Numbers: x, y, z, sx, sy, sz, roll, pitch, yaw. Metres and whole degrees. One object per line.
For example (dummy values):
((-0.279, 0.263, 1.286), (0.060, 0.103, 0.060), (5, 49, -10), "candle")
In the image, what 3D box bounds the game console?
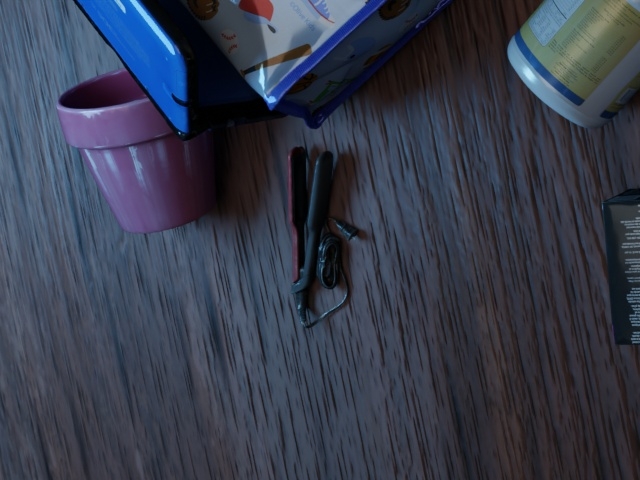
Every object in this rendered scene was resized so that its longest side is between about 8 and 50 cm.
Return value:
((-0.172, -0.278, 1.844), (0.293, 0.173, 0.250), (51, 160, 20), "game console")

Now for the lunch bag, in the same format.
((0.008, -0.379, 1.799), (0.385, 0.239, 0.328), (-40, 79, 11), "lunch bag")

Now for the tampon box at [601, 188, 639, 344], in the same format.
((0.380, 0.026, 1.733), (0.101, 0.120, 0.161), (-2, 97, 26), "tampon box")

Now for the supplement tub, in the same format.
((0.316, -0.237, 1.709), (0.144, 0.144, 0.199), (46, 115, 13), "supplement tub")

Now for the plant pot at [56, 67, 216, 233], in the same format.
((-0.214, -0.116, 1.981), (0.201, 0.201, 0.180), (-3, 113, 27), "plant pot")

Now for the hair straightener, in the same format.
((0.000, 0.000, 1.962), (0.089, 0.047, 0.230), (8, 102, 26), "hair straightener")
